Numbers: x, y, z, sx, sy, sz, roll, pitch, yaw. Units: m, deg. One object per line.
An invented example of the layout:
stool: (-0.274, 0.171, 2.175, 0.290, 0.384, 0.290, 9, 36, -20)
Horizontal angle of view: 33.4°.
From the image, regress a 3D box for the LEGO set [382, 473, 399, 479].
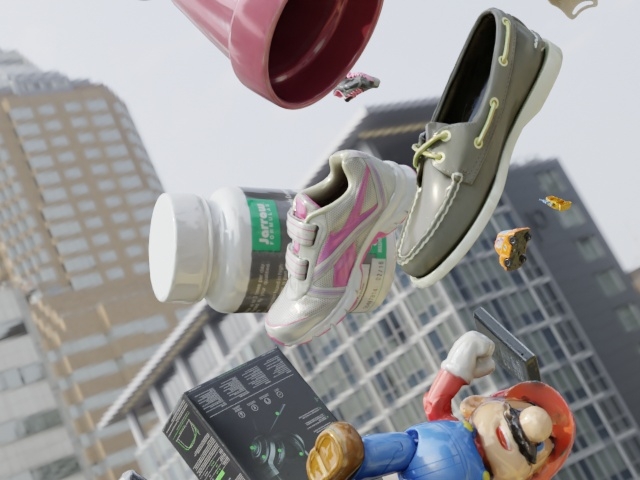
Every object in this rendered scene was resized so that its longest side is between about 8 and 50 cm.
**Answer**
LEGO set: (0.022, 0.320, 1.314, 0.227, 0.093, 0.087, -36, -16, 24)

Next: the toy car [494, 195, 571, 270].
toy car: (0.269, -0.011, 1.378, 0.122, 0.040, 0.060, -31, -49, -30)

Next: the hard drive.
hard drive: (0.294, 0.174, 1.677, 0.022, 0.135, 0.094, -34, -45, -12)

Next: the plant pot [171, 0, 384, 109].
plant pot: (-0.059, -0.267, 1.146, 0.201, 0.180, 0.201, -43, -27, -28)

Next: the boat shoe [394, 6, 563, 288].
boat shoe: (0.143, -0.097, 1.088, 0.305, 0.091, 0.109, -62, 21, -16)

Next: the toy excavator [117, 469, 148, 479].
toy excavator: (-0.235, 0.435, 1.250, 0.445, 0.222, 0.433, -44, 13, 40)

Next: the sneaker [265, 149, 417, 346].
sneaker: (0.000, 0.000, 1.220, 0.111, 0.103, 0.252, 32, -92, -29)

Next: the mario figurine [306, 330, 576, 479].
mario figurine: (0.154, 0.213, 1.110, 0.320, 0.198, 0.170, -11, 18, -36)

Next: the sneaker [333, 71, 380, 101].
sneaker: (0.065, -0.282, 1.977, 0.047, 0.057, 0.119, 15, -1, -38)

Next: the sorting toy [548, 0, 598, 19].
sorting toy: (0.430, -0.416, 1.808, 0.083, 0.075, 0.045, -28, 21, 22)

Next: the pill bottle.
pill bottle: (-0.079, 0.017, 1.711, 0.361, 0.204, 0.204, 1, -28, -23)

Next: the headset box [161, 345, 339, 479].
headset box: (-0.100, 0.373, 1.957, 0.246, 0.283, 0.131, -23, -26, -44)
